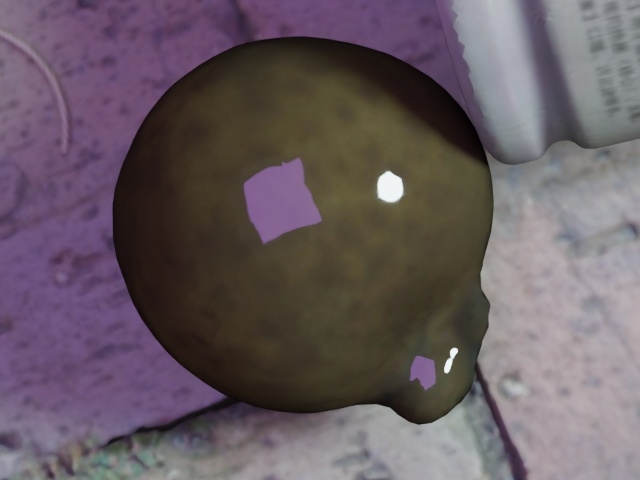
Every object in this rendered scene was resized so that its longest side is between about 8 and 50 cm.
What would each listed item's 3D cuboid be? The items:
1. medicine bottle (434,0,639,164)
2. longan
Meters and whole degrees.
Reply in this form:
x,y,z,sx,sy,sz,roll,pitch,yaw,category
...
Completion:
x,y,z,sx,sy,sz,roll,pitch,yaw,category
0.208,-0.163,0.773,0.315,0.202,0.202,-13,79,13,medicine bottle
0.000,0.000,0.824,0.185,0.159,0.204,-40,86,18,longan
